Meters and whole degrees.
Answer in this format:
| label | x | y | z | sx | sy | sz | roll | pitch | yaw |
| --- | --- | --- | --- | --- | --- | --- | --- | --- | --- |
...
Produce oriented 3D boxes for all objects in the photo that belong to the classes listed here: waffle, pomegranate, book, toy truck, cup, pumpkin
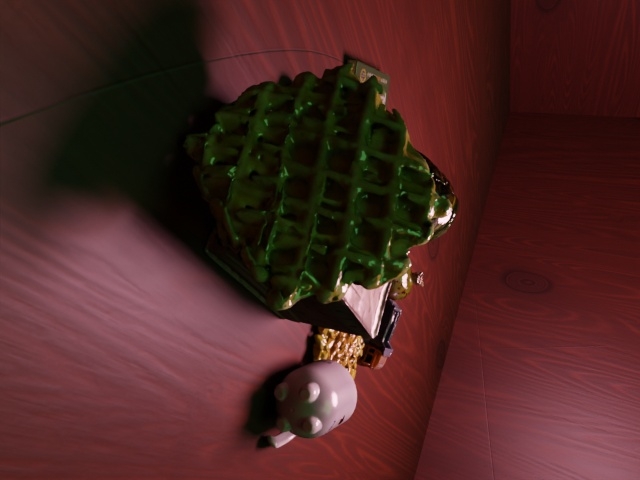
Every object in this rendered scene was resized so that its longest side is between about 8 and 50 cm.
| label | x | y | z | sx | sy | sz | roll | pitch | yaw |
| --- | --- | --- | --- | --- | --- | --- | --- | --- | --- |
| waffle | -0.002 | -0.083 | 0.590 | 0.297 | 0.317 | 0.073 | -27 | 166 | -18 |
| pomegranate | 0.202 | 0.104 | 1.293 | 0.130 | 0.130 | 0.131 | -33 | 129 | -56 |
| book | 0.097 | -0.246 | 1.062 | 0.202 | 0.027 | 0.265 | -16 | 115 | -60 |
| waffle | 0.042 | 0.256 | 1.115 | 0.245 | 0.052 | 0.255 | 13 | 87 | -62 |
| toy truck | 0.150 | 0.246 | 1.261 | 0.192 | 0.092 | 0.083 | -67 | 153 | -6 |
| cup | -0.035 | 0.318 | 0.930 | 0.142 | 0.173 | 0.134 | 5 | 64 | -62 |
| pumpkin | 0.166 | -0.101 | 0.958 | 0.159 | 0.237 | 0.238 | -56 | 150 | -5 |

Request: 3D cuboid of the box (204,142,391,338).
| label | x | y | z | sx | sy | sz | roll | pitch | yaw |
| --- | --- | --- | --- | --- | --- | --- | --- | --- | --- |
| box | 0.000 | 0.000 | 0.782 | 0.225 | 0.190 | 0.297 | -70 | 153 | -22 |
